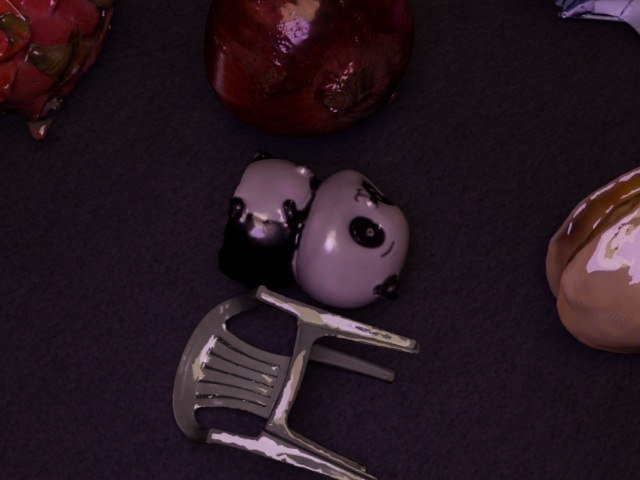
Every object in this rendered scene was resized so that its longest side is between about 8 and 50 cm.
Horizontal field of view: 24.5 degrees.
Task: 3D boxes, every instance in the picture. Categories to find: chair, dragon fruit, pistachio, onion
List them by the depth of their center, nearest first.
[{"bbox_3d":[-0.044,0.184,1.837,0.274,0.190,0.203,21,77,-2],"label":"chair"},{"bbox_3d":[0.442,0.019,1.837,0.321,0.229,0.238,-17,111,6],"label":"pistachio"},{"bbox_3d":[-0.421,-0.319,1.877,0.296,0.263,0.314,-43,78,6],"label":"dragon fruit"},{"bbox_3d":[-0.011,-0.253,1.878,0.276,0.276,0.276,0,77,1],"label":"onion"}]

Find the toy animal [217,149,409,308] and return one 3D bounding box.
[{"bbox_3d":[-0.003,-0.007,1.871,0.235,0.165,0.187,12,40,8],"label":"toy animal"}]

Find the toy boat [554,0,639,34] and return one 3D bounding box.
[{"bbox_3d":[0.475,-0.302,1.985,0.291,0.070,0.210,-16,84,10],"label":"toy boat"}]
